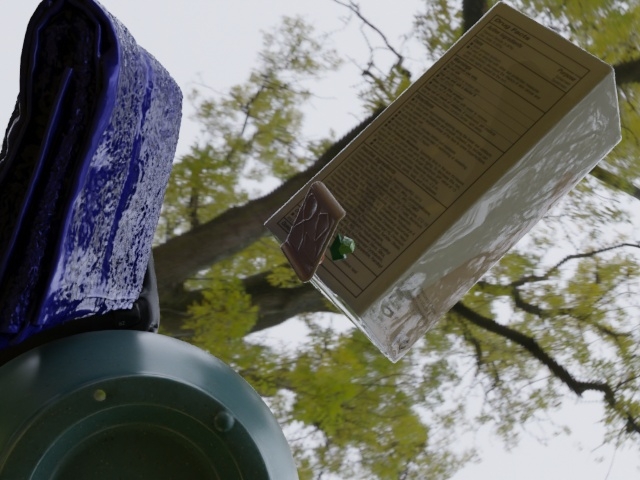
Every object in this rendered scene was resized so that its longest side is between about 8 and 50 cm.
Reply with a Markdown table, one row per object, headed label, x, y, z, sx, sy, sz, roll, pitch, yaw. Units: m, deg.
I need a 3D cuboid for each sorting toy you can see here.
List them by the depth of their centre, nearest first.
| label | x | y | z | sx | sy | sz | roll | pitch | yaw |
| --- | --- | --- | --- | --- | --- | --- | --- | --- | --- |
| sorting toy | 0.000 | 0.000 | 0.682 | 0.062 | 0.012 | 0.083 | -61 | -148 | 18 |

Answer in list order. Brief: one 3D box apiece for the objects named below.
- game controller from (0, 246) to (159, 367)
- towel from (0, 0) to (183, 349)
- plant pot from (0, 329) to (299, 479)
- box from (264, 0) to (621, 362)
| label | x | y | z | sx | sy | sz | roll | pitch | yaw |
| --- | --- | --- | --- | --- | --- | --- | --- | --- | --- |
| game controller | -0.315 | 0.051 | 0.874 | 0.319 | 0.067 | 0.167 | -8 | -113 | -6 |
| towel | -0.162 | -0.036 | 0.679 | 0.076 | 0.308 | 0.228 | 20 | -89 | -1 |
| plant pot | -0.137 | 0.191 | 0.641 | 0.292 | 0.196 | 0.293 | 5 | -108 | -16 |
| box | 0.118 | -0.056 | 0.863 | 0.311 | 0.121 | 0.148 | -42 | -125 | -5 |
